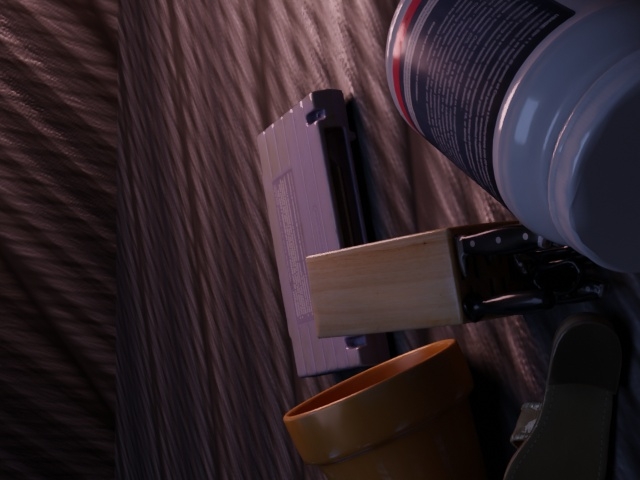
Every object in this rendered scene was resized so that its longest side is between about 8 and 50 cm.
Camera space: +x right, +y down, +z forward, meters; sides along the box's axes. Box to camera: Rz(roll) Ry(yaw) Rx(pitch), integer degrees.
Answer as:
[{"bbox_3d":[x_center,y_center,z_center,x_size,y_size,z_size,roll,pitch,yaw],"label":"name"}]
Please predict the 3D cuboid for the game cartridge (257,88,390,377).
[{"bbox_3d":[0.000,0.000,1.510,0.230,0.068,0.355,152,109,-70],"label":"game cartridge"}]

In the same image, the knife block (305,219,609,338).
[{"bbox_3d":[0.114,0.033,1.031,0.242,0.276,0.088,21,-119,-82],"label":"knife block"}]

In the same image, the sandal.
[{"bbox_3d":[0.223,0.167,1.042,0.079,0.088,0.240,-69,-9,-69],"label":"sandal"}]

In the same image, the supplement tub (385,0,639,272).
[{"bbox_3d":[0.186,-0.113,0.868,0.272,0.191,0.191,-129,39,-52],"label":"supplement tub"}]

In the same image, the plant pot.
[{"bbox_3d":[0.090,0.232,1.211,0.188,0.205,0.205,66,156,2],"label":"plant pot"}]
